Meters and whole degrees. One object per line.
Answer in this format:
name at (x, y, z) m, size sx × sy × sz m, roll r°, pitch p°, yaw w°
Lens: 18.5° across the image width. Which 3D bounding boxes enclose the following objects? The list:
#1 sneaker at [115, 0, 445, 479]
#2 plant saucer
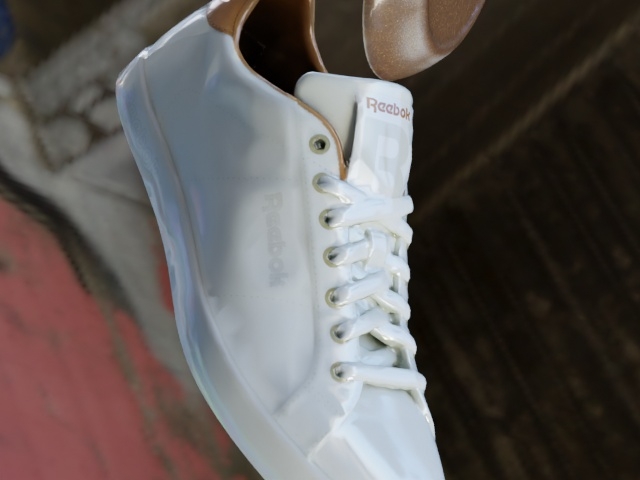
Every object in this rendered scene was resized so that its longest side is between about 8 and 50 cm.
sneaker at (0.000, 0.000, 0.873) m, size 0.123 × 0.106 × 0.290 m, roll -39°, pitch -119°, yaw 28°
plant saucer at (0.088, -0.203, 1.375) m, size 0.036 × 0.198 × 0.198 m, roll 19°, pitch -92°, yaw 21°
